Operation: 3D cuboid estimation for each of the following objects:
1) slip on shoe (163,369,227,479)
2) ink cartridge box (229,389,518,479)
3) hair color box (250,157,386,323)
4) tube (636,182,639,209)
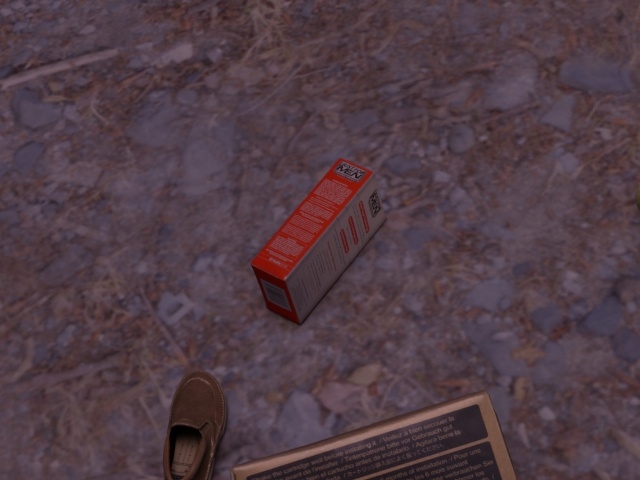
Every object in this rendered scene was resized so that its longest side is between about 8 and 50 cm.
[{"bbox_3d":[-0.113,0.166,1.377,0.051,0.041,0.135,-1,52,14],"label":"slip on shoe"},{"bbox_3d":[0.042,0.185,1.193,0.193,0.235,0.088,-16,81,-1],"label":"ink cartridge box"},{"bbox_3d":[0.000,0.000,1.461,0.043,0.072,0.141,25,61,30],"label":"hair color box"},{"bbox_3d":[0.374,0.008,1.356,0.240,0.070,0.062,41,108,41],"label":"tube"}]
